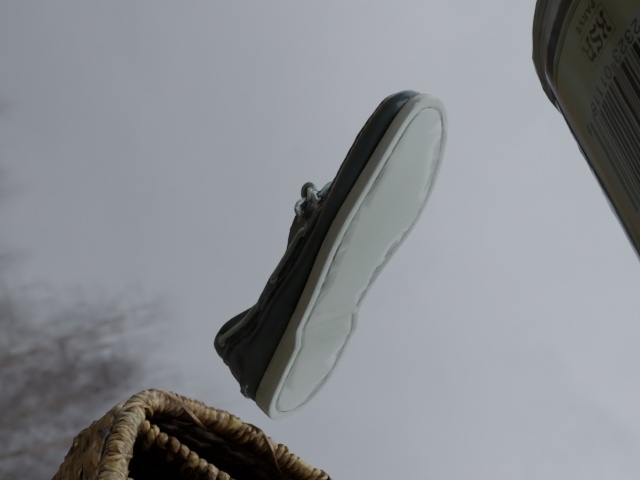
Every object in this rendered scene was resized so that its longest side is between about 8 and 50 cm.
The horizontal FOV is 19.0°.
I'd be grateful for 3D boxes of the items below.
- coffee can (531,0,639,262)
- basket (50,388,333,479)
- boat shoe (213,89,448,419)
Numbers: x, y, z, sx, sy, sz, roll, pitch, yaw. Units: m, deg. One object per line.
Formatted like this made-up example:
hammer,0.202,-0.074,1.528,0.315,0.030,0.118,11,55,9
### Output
coffee can,0.209,0.003,0.595,0.201,0.201,0.275,102,-28,-51
basket,-0.049,0.236,1.427,0.299,0.213,0.223,36,-35,-11
boat shoe,0.000,0.000,1.596,0.099,0.116,0.319,40,-61,27
